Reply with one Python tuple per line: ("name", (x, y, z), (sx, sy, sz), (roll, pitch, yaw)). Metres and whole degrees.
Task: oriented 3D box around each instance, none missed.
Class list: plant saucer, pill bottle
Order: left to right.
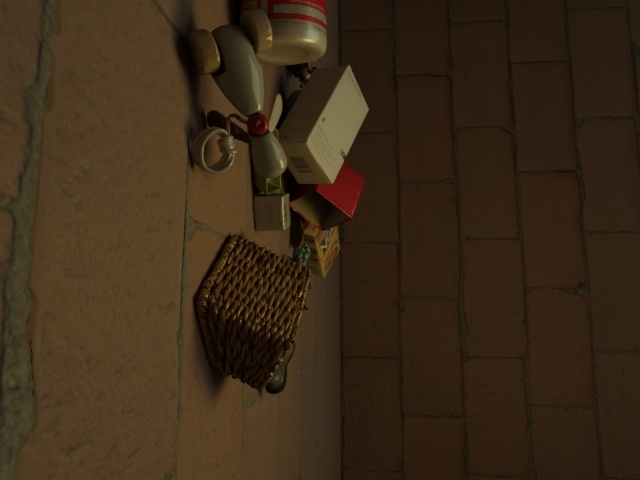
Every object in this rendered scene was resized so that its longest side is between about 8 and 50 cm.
("plant saucer", (-0.161, -0.234, 1.510), (0.188, 0.045, 0.188), (-53, 141, -77))
("pill bottle", (-0.102, -0.691, 1.344), (0.229, 0.229, 0.406), (-27, 116, -81))

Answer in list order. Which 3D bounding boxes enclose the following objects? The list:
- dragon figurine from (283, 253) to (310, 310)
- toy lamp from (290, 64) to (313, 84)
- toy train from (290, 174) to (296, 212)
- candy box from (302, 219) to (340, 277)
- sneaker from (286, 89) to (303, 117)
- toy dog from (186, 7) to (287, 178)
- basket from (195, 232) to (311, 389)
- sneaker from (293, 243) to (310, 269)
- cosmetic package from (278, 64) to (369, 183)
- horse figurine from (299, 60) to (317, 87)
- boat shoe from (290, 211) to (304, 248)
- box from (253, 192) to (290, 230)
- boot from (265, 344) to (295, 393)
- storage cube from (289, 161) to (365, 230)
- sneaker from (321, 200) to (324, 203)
("dragon figurine", (-0.083, 0.173, 1.848), (0.289, 0.085, 0.143), (78, 14, -47))
("toy lamp", (-0.071, -0.694, 2.111), (0.274, 0.080, 0.080), (-59, 147, -80))
("toy train", (-0.100, -0.179, 2.005), (0.036, 0.027, 0.158), (-102, -173, -73))
("candy box", (0.000, 0.000, 2.262), (0.182, 0.088, 0.316), (-60, 157, -30))
("sneaker", (-0.041, -0.432, 1.987), (0.127, 0.126, 0.320), (-59, 140, -53))
("toy dog", (-0.171, -0.303, 1.073), (0.161, 0.220, 0.333), (-146, -123, -61))
("basket", (-0.176, 0.164, 1.184), (0.213, 0.223, 0.299), (-58, -170, 30))
("sneaker", (-0.079, 0.097, 2.026), (0.078, 0.067, 0.188), (118, -25, -61))
("cosmetic package", (0.010, -0.405, 1.799), (0.217, 0.156, 0.384), (54, 52, -45))
("horse figurine", (-0.068, -0.686, 1.907), (0.263, 0.066, 0.174), (52, 44, -40))
("boat shoe", (-0.085, -0.034, 1.973), (0.049, 0.056, 0.152), (58, 31, -64))
("box", (-0.139, -0.084, 1.492), (0.102, 0.087, 0.101), (-56, 144, -78))
("boot", (-0.137, 0.306, 1.497), (0.161, 0.084, 0.246), (72, 16, -45))
("storage cube", (0.024, -0.180, 1.925), (0.215, 0.184, 0.193), (36, 57, -25))
("sneaker", (0.034, -0.244, 2.133), (0.131, 0.112, 0.318), (66, 27, -61))
